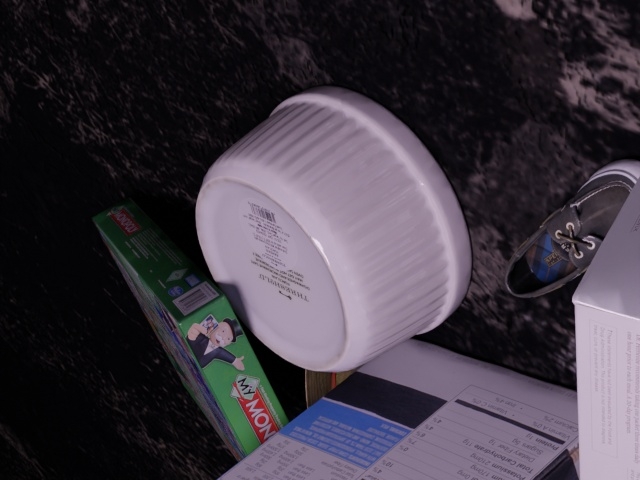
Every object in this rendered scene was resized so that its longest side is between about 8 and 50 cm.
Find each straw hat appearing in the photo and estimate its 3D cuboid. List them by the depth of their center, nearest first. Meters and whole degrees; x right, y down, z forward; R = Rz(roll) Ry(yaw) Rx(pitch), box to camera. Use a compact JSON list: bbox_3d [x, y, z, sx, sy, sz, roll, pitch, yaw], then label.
[{"bbox_3d":[0.032,0.135,1.059,0.061,0.144,0.145,-6,122,11],"label":"straw hat"}]

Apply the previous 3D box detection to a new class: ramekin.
[{"bbox_3d":[0.000,0.000,0.937,0.207,0.109,0.207,35,144,31],"label":"ramekin"}]

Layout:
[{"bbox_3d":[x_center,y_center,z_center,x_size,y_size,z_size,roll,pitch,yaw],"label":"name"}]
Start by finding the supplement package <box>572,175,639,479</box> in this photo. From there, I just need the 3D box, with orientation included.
[{"bbox_3d":[0.239,0.072,0.579,0.203,0.149,0.194,15,137,28],"label":"supplement package"}]

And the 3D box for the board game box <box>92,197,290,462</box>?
[{"bbox_3d":[-0.105,0.097,1.121,0.214,0.046,0.317,64,168,-24],"label":"board game box"}]

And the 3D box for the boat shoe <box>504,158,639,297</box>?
[{"bbox_3d":[0.160,-0.001,0.780,0.049,0.040,0.142,51,149,8],"label":"boat shoe"}]

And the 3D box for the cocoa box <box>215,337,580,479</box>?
[{"bbox_3d":[0.103,0.292,0.953,0.231,0.228,0.347,13,129,49],"label":"cocoa box"}]
